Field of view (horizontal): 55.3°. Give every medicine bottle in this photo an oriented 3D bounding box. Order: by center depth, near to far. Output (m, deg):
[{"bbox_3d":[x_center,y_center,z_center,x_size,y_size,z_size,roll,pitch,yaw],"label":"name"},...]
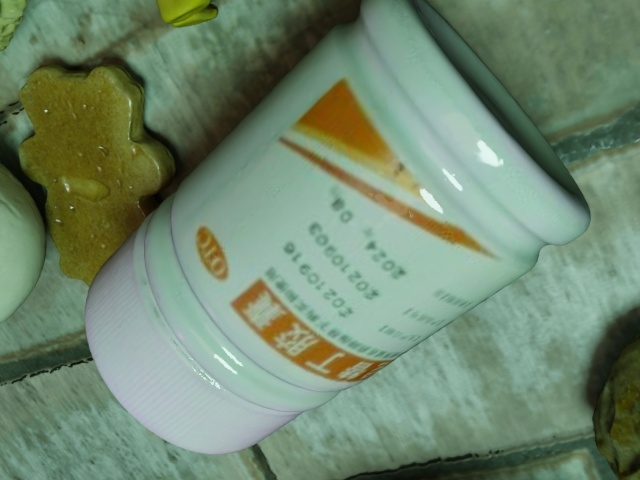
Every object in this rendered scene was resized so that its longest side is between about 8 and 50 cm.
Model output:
[{"bbox_3d":[0.000,0.000,0.443,0.316,0.202,0.202,-40,96,26],"label":"medicine bottle"}]

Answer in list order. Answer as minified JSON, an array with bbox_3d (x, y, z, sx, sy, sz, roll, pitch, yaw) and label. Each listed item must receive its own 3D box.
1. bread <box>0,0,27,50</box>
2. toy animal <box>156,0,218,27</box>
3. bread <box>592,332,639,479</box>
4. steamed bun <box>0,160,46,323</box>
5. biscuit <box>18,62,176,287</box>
[{"bbox_3d":[-0.366,-0.220,0.480,0.262,0.162,0.204,-18,105,7],"label":"bread"},{"bbox_3d":[-0.137,-0.260,0.412,0.156,0.156,0.229,-21,102,22],"label":"toy animal"},{"bbox_3d":[0.331,0.154,0.455,0.230,0.123,0.230,5,114,11],"label":"bread"},{"bbox_3d":[-0.346,-0.015,0.570,0.228,0.131,0.177,29,115,25],"label":"steamed bun"},{"bbox_3d":[-0.206,-0.051,0.574,0.166,0.036,0.225,4,115,18],"label":"biscuit"}]
